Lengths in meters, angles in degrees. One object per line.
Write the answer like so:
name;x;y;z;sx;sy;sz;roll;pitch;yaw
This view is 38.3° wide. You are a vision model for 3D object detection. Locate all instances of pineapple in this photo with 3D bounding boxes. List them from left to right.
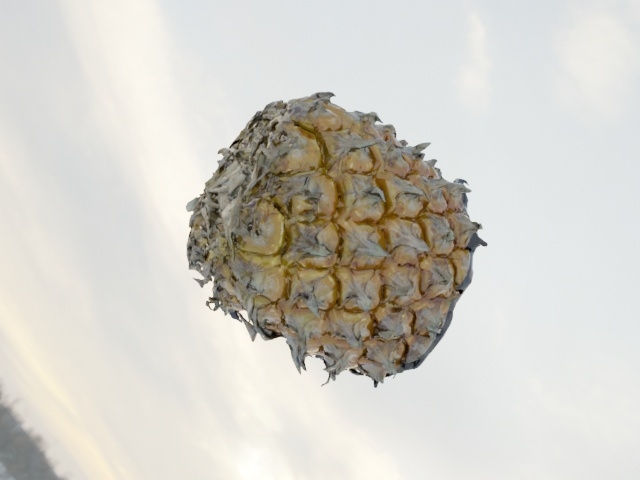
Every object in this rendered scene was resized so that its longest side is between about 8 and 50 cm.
pineapple;-0.001;-0.002;1.155;0.300;0.352;0.352;26;-14;-25
